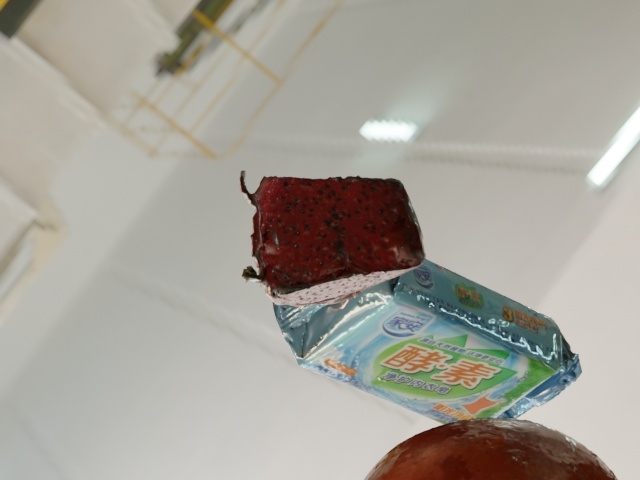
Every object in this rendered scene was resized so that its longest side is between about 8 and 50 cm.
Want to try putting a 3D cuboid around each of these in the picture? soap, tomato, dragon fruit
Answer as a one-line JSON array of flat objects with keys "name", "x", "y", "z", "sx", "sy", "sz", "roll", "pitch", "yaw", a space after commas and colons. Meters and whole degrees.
[{"name": "soap", "x": 0.110, "y": 0.100, "z": 1.780, "sx": 0.156, "sy": 0.293, "sz": 0.077, "roll": -40, "pitch": -141, "yaw": 37}, {"name": "tomato", "x": 0.115, "y": 0.222, "z": 1.213, "sx": 0.208, "sy": 0.208, "sz": 0.184, "roll": -51, "pitch": -166, "yaw": 1}, {"name": "dragon fruit", "x": 0.000, "y": 0.000, "z": 1.441, "sx": 0.096, "sy": 0.147, "sz": 0.102, "roll": 146, "pitch": -59, "yaw": -73}]
